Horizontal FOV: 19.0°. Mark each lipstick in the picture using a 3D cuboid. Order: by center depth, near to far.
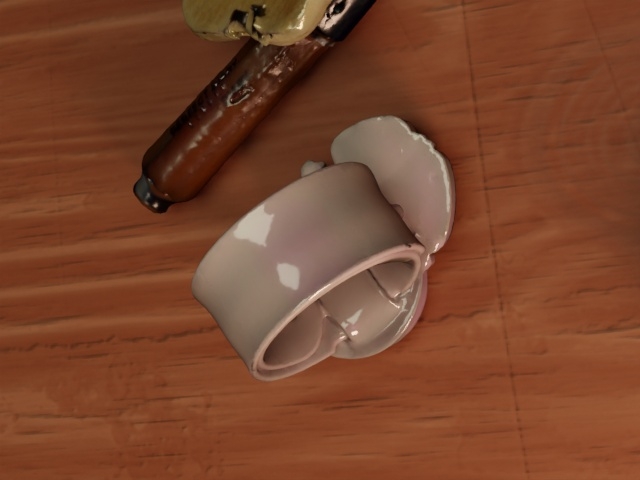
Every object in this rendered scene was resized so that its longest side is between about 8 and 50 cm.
[{"bbox_3d":[-0.040,-0.184,1.885,0.418,0.077,0.077,-47,71,19],"label":"lipstick"}]

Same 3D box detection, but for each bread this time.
[{"bbox_3d":[-0.034,-0.323,1.849,0.316,0.054,0.316,-20,59,37],"label":"bread"}]

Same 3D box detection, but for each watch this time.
[{"bbox_3d":[0.000,0.000,1.778,0.244,0.231,0.196,-45,69,22],"label":"watch"}]
